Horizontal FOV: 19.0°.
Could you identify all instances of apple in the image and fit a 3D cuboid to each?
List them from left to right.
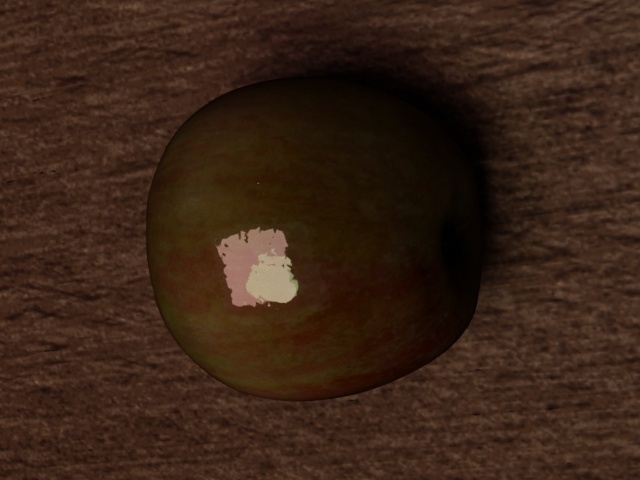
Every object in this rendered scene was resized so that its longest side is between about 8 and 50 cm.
[{"bbox_3d":[0.000,0.000,1.475,0.234,0.257,0.257,3,112,25],"label":"apple"}]
